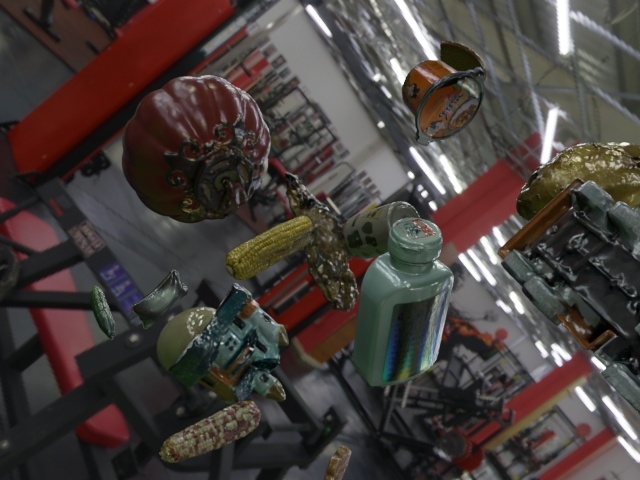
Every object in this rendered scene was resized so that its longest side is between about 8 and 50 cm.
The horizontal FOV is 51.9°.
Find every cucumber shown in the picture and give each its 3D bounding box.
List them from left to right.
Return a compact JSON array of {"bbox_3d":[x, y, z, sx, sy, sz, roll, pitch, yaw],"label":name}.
[{"bbox_3d":[-0.480,0.164,1.452,0.155,0.037,0.037,57,7,34],"label":"cucumber"}]

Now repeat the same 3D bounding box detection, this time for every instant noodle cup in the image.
[{"bbox_3d":[0.267,-0.337,1.517,0.177,0.208,0.125,41,12,-51],"label":"instant noodle cup"}]

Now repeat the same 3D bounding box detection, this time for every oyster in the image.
[{"bbox_3d":[0.002,0.000,1.478,0.129,0.079,0.344,-23,90,-48],"label":"oyster"}]

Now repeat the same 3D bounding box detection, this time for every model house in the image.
[{"bbox_3d":[-0.186,0.294,1.651,0.291,0.184,0.253,41,45,-7],"label":"model house"}]

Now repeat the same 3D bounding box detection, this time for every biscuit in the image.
[{"bbox_3d":[0.043,0.717,2.026,0.041,0.212,0.239,13,22,16],"label":"biscuit"},{"bbox_3d":[0.404,-0.480,1.854,0.126,0.025,0.206,10,-29,26],"label":"biscuit"}]

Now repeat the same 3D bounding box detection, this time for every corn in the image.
[{"bbox_3d":[-0.239,0.422,1.450,0.237,0.079,0.079,-15,56,-36],"label":"corn"},{"bbox_3d":[-0.102,0.014,1.341,0.072,0.203,0.072,48,-24,29],"label":"corn"}]

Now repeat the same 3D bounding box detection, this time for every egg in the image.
[{"bbox_3d":[-0.384,0.302,1.987,0.186,0.241,0.186,43,8,-8],"label":"egg"}]

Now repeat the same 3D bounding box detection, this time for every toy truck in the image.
[{"bbox_3d":[0.399,0.090,0.818,0.207,0.173,0.387,39,14,-25],"label":"toy truck"}]

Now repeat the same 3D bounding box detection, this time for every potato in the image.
[{"bbox_3d":[0.565,-0.121,1.404,0.140,0.301,0.172,49,27,-57],"label":"potato"}]

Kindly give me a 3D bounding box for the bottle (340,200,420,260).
[{"bbox_3d":[0.124,-0.016,1.623,0.253,0.120,0.120,-14,-58,51],"label":"bottle"}]

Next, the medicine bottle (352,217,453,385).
[{"bbox_3d":[0.111,0.082,0.869,0.083,0.121,0.228,47,-38,45],"label":"medicine bottle"}]

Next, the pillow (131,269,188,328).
[{"bbox_3d":[-0.359,0.133,1.482,0.055,0.135,0.091,41,-24,7],"label":"pillow"}]

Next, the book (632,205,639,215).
[{"bbox_3d":[0.768,0.106,1.508,0.322,0.228,0.018,44,-1,5],"label":"book"}]

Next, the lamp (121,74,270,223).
[{"bbox_3d":[-0.178,-0.130,0.977,0.227,0.227,0.227,51,4,-5],"label":"lamp"}]
